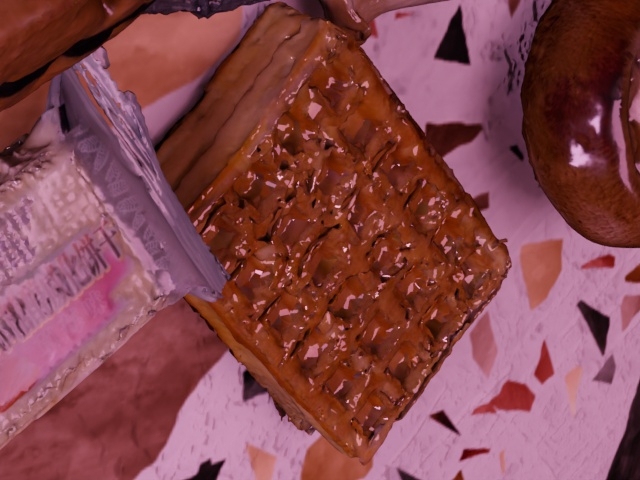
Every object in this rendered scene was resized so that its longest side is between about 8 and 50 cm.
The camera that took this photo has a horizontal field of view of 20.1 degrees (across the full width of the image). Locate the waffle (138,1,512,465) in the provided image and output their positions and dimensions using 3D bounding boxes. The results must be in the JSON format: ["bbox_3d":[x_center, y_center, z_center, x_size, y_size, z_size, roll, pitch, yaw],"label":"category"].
[{"bbox_3d":[0.001,0.000,1.300,0.213,0.091,0.308,-53,135,-14],"label":"waffle"}]

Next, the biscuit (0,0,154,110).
[{"bbox_3d":[-0.196,-0.075,0.920,0.367,0.314,0.063,-40,96,-34],"label":"biscuit"}]

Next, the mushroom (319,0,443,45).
[{"bbox_3d":[0.080,-0.211,1.298,0.212,0.088,0.097,-32,159,-25],"label":"mushroom"}]

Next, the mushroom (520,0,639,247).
[{"bbox_3d":[0.266,-0.114,1.468,0.253,0.153,0.253,-16,114,-39],"label":"mushroom"}]

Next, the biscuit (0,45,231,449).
[{"bbox_3d":[-0.200,0.039,1.057,0.309,0.079,0.186,-39,113,-24],"label":"biscuit"}]

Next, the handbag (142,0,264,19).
[{"bbox_3d":[-0.098,-0.218,1.129,0.270,0.089,0.175,-12,122,-41],"label":"handbag"}]
